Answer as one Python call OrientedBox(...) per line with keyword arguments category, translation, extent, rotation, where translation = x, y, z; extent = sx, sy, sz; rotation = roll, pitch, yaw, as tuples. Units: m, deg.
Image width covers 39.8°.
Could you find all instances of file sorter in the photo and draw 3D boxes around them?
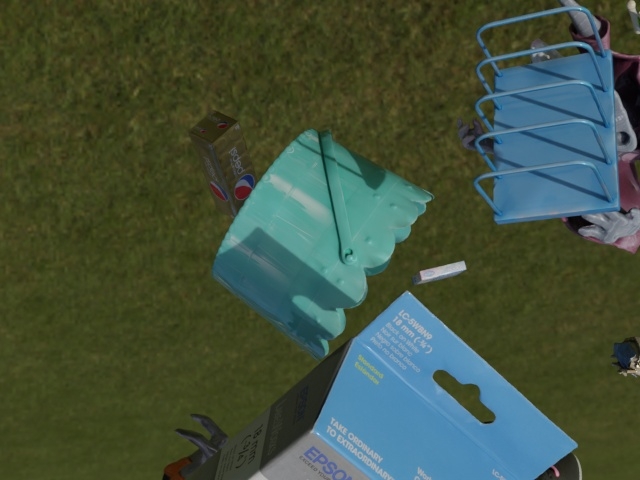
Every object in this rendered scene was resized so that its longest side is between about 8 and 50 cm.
OrientedBox(category="file sorter", translation=(0.209, -0.118, 0.834), extent=(0.118, 0.170, 0.104), rotation=(-6, 156, 26))

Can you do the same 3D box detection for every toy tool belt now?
OrientedBox(category="toy tool belt", translation=(0.406, 0.152, 1.165), extent=(0.051, 0.052, 0.083), rotation=(-12, -163, -4))

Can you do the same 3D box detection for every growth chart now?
OrientedBox(category="growth chart", translation=(0.600, -0.314, 1.508), extent=(0.021, 0.237, 0.172), rotation=(-39, 152, 16))

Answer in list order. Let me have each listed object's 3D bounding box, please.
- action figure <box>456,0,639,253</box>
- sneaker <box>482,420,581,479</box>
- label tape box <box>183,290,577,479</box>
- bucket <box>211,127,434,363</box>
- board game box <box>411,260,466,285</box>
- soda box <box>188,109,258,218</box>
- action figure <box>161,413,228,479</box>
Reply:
OrientedBox(category="action figure", translation=(0.338, -0.167, 1.087), extent=(0.275, 0.370, 0.248), rotation=(25, 115, -8))
OrientedBox(category="sneaker", translation=(0.246, 0.286, 1.092), extent=(0.295, 0.147, 0.104), rotation=(-15, -148, -41))
OrientedBox(category="label tape box", translation=(0.043, 0.245, 0.822), extent=(0.240, 0.106, 0.333), rotation=(41, 111, -13))
OrientedBox(category="bucket", translation=(0.000, 0.000, 1.151), extent=(0.183, 0.281, 0.281), rotation=(35, 156, 5))
OrientedBox(category="board game box", translation=(0.230, 0.065, 1.727), extent=(0.090, 0.020, 0.090), rotation=(-13, 170, -7))
OrientedBox(category="soda box", translation=(-0.149, -0.117, 1.413), extent=(0.058, 0.061, 0.181), rotation=(28, 150, 32))
OrientedBox(category="action figure", translation=(-0.186, 0.410, 1.146), extent=(0.178, 0.330, 0.341), rotation=(18, 174, -14))
